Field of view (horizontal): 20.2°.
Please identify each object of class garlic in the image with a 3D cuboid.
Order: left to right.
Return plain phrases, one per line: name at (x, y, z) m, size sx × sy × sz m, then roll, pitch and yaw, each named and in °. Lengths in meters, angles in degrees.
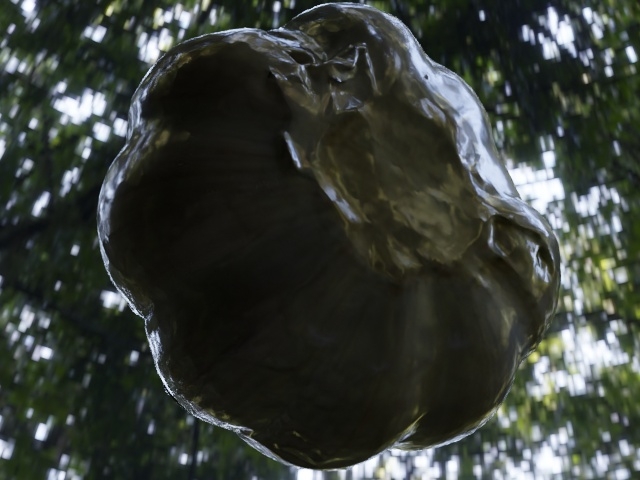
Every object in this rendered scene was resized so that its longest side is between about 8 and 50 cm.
garlic at (-0.001, 0.004, 0.850) m, size 0.228 × 0.228 × 0.152 m, roll 36°, pitch -28°, yaw -14°
